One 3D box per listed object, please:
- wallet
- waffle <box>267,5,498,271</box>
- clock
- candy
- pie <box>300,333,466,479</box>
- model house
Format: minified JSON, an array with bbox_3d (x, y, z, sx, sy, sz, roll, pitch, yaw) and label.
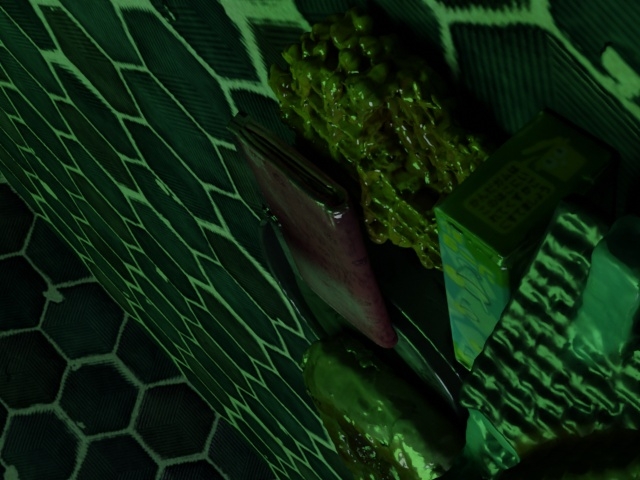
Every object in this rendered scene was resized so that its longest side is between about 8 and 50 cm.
[{"bbox_3d":[0.000,0.000,0.969,0.119,0.025,0.232,38,165,28],"label":"wallet"},{"bbox_3d":[0.046,-0.065,0.858,0.193,0.070,0.197,50,165,-2],"label":"waffle"},{"bbox_3d":[0.070,0.082,1.157,0.319,0.066,0.319,43,163,16],"label":"clock"},{"bbox_3d":[0.128,0.018,0.781,0.062,0.097,0.194,38,161,29],"label":"candy"},{"bbox_3d":[0.077,0.208,1.195,0.306,0.071,0.306,44,162,18],"label":"pie"},{"bbox_3d":[0.192,0.129,0.659,0.261,0.226,0.241,38,151,27],"label":"model house"}]
